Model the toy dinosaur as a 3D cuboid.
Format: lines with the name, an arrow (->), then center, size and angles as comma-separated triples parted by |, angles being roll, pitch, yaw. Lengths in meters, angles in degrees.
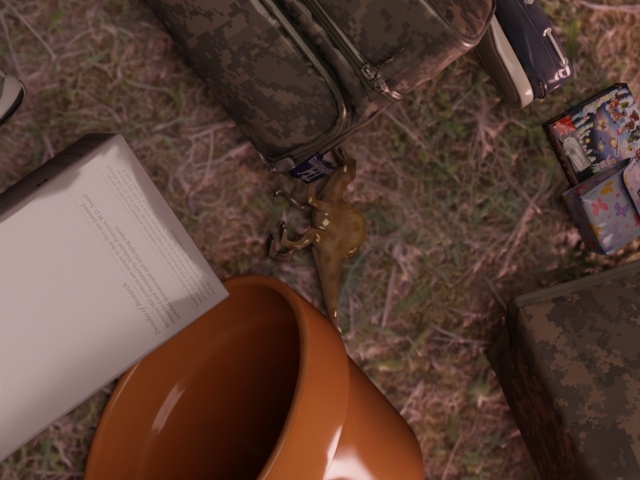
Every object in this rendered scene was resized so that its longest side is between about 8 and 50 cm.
toy dinosaur -> 0.000, 0.000, 1.659 | 0.093, 0.053, 0.183 | 4, 92, -18

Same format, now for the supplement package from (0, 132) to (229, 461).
supplement package -> -0.261, 0.056, 1.521 | 0.293, 0.177, 0.175 | -37, 103, -12

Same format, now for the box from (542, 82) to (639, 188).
box -> 0.295, -0.079, 1.753 | 0.094, 0.027, 0.137 | -29, 101, -11

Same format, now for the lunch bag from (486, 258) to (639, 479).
lunch bag -> 0.340, 0.141, 1.669 | 0.287, 0.169, 0.235 | -16, 65, -14

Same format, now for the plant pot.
plant pot -> -0.045, 0.202, 1.557 | 0.203, 0.291, 0.291 | 33, 84, -32

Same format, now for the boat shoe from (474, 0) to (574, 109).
boat shoe -> 0.171, -0.253, 1.671 | 0.079, 0.095, 0.254 | -30, 102, -11

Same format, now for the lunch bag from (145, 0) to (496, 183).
lunch bag -> -0.023, -0.232, 1.559 | 0.256, 0.212, 0.305 | -33, 104, 26

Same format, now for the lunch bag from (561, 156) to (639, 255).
lunch bag -> 0.294, -0.035, 1.714 | 0.083, 0.053, 0.071 | -30, 104, -17

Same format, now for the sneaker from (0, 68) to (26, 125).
sneaker -> -0.382, -0.097, 1.533 | 0.132, 0.086, 0.228 | 45, 71, -9
